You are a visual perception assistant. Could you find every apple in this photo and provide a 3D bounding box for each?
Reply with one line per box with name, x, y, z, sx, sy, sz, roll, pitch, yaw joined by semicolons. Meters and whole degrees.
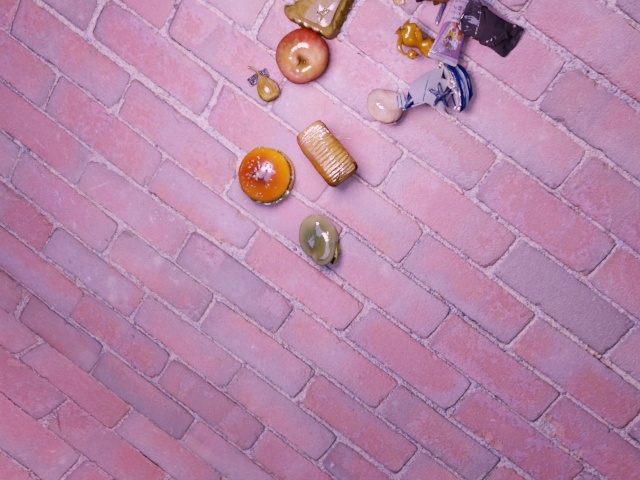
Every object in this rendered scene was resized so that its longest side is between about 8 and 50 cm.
apple;-0.070;-0.706;1.776;0.209;0.164;0.210;2;124;4

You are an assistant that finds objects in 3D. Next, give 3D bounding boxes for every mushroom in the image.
mushroom;0.248;-0.516;1.780;0.154;0.122;0.154;5;66;-10

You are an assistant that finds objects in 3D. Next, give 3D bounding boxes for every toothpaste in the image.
toothpaste;0.497;-0.800;1.682;0.113;0.073;0.299;19;98;-5

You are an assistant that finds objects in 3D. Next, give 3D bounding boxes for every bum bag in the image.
bum bag;0.613;-0.763;1.662;0.248;0.060;0.123;21;103;-11

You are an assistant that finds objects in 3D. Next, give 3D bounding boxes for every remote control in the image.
remote control;-0.255;-0.670;1.896;0.096;0.014;0.039;-25;99;16

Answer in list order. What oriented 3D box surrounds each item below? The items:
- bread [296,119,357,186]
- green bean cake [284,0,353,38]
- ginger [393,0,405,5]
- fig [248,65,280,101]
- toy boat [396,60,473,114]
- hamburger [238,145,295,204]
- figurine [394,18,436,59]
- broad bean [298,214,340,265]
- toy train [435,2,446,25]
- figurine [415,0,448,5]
bread;0.022;-0.336;1.803;0.142;0.227;0.253;-40;92;8
green bean cake;-0.004;-0.915;1.742;0.232;0.124;0.236;29;106;4
ginger;0.276;-0.946;1.726;0.057;0.044;0.137;-31;93;33
fig;-0.239;-0.628;1.852;0.166;0.093;0.093;39;106;-16
toy boat;0.440;-0.544;1.725;0.291;0.070;0.210;-43;87;-8
hamburger;-0.226;-0.264;1.895;0.245;0.170;0.246;2;99;10
figurine;0.359;-0.726;1.719;0.176;0.121;0.122;20;81;-16
broad bean;0.000;0.000;1.946;0.169;0.100;0.228;-39;91;9
toy train;0.447;-0.848;1.726;0.017;0.017;0.083;23;105;8
figurine;0.427;-0.980;1.628;0.192;0.167;0.257;-4;103;-2
